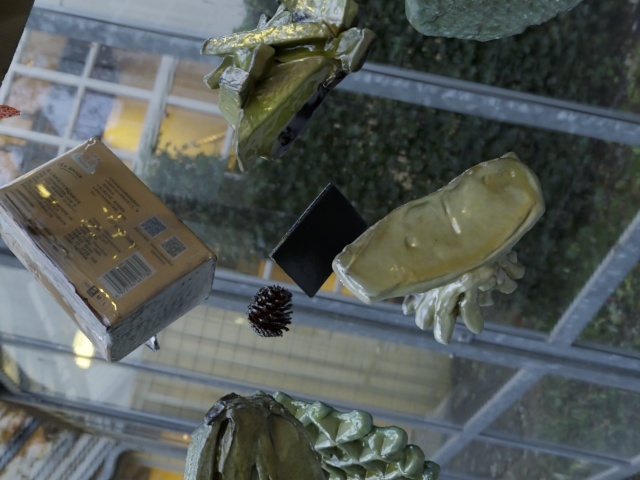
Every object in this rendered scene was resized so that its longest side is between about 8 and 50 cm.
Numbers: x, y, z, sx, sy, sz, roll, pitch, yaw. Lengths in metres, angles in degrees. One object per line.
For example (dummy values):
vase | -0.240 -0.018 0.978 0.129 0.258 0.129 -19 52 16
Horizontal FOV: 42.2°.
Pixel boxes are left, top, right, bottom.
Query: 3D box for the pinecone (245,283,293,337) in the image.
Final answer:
pinecone | -0.075 0.108 1.265 0.083 0.077 0.077 -61 1 6

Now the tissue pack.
tissue pack | -0.351 0.030 1.355 0.238 0.305 0.238 -42 -17 -16

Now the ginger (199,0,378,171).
ginger | -0.094 -0.356 1.539 0.358 0.211 0.413 -39 40 32

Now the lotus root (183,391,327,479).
lotus root | -0.063 0.208 0.764 0.070 0.143 0.144 -160 64 -72

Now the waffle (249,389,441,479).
waffle | 0.027 0.327 1.244 0.291 0.309 0.056 82 -152 -51

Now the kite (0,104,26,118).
kite | -0.758 -0.278 1.780 0.125 0.222 0.008 -43 37 43

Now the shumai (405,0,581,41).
shumai | 0.237 -0.457 1.167 0.309 0.304 0.263 38 -145 -65

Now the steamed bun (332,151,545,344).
steamed bun | 0.252 0.034 1.545 0.428 0.247 0.189 -33 -24 -15

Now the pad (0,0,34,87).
pad | -0.516 -0.279 1.019 0.018 0.287 0.283 37 105 49

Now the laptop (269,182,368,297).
laptop | 0.000 0.000 1.630 0.197 0.135 0.016 -50 29 -15
